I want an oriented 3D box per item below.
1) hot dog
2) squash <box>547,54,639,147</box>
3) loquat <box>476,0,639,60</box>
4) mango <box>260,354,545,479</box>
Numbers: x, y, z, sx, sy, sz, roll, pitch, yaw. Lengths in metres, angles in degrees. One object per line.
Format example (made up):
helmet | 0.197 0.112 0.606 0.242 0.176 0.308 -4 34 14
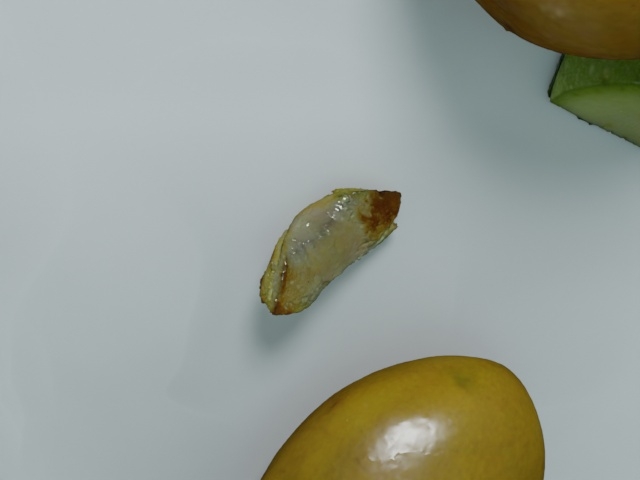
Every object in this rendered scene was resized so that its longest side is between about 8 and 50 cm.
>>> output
hot dog | 0.000 0.001 1.011 0.169 0.061 0.078 -40 125 -21
squash | 0.328 -0.161 0.991 0.191 0.085 0.184 21 108 -19
loquat | 0.233 -0.291 0.801 0.328 0.328 0.329 -4 113 -9
mango | 0.063 0.313 1.068 0.300 0.232 0.446 22 101 -14
